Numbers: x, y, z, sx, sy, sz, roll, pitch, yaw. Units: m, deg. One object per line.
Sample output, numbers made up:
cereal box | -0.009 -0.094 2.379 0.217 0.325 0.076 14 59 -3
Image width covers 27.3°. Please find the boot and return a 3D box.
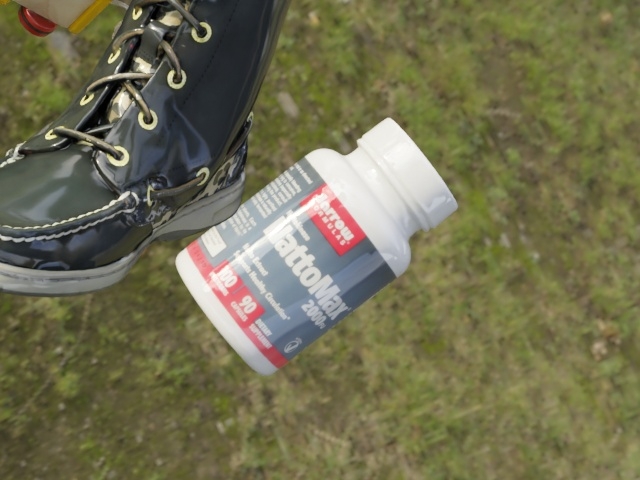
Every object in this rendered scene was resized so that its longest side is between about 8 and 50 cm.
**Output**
boot | -0.086 -0.080 0.616 0.085 0.179 0.236 27 23 17

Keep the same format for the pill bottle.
pill bottle | 0.000 0.000 0.913 0.108 0.180 0.108 52 1 -1

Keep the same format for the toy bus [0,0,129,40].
toy bus | -0.199 -0.219 0.867 0.202 0.190 0.104 88 -3 -55
